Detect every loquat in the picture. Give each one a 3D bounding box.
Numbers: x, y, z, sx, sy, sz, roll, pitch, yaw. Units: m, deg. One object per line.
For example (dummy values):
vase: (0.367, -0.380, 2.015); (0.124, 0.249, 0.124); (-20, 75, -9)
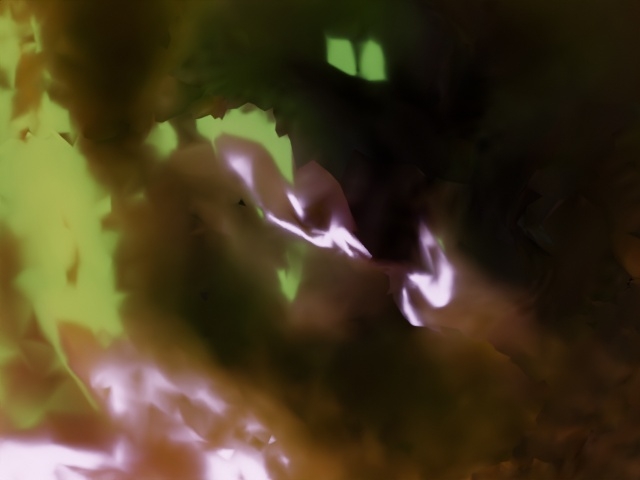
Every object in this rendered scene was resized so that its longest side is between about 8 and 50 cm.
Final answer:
loquat: (0.000, 0.000, 0.475); (0.328, 0.328, 0.328); (180, 90, -72)
